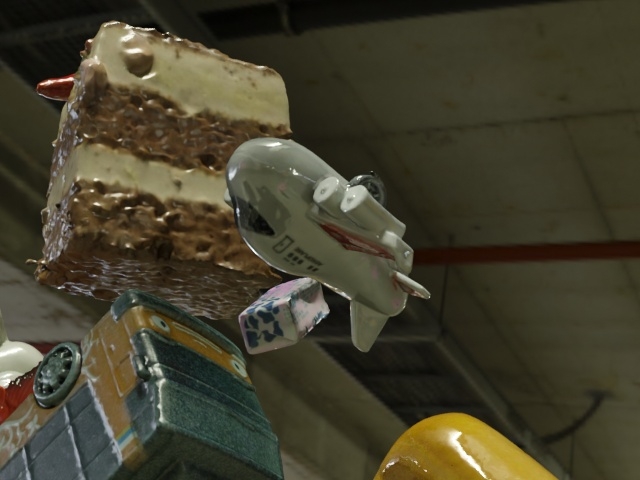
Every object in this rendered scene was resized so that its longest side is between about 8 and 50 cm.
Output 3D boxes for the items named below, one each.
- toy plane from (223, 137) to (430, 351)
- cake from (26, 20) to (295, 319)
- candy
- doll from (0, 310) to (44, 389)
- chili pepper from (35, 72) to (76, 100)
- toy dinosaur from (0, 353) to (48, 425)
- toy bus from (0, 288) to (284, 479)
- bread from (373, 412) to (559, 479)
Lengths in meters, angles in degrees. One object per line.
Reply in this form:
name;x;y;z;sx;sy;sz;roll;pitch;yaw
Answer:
toy plane;0.002;-0.004;1.042;0.252;0.118;0.252;30;-18;11
cake;-0.180;-0.070;1.275;0.282;0.290;0.256;13;-18;-20
candy;-0.053;0.110;1.643;0.092;0.073;0.160;-15;9;21
doll;-0.410;0.275;1.432;0.376;0.187;0.365;58;-7;-33
chili pepper;-0.394;-0.278;1.928;0.272;0.063;0.071;-9;-18;-40
toy dinosaur;-0.276;0.194;1.088;0.070;0.139;0.286;15;-26;22
toy bus;-0.168;0.187;0.787;0.275;0.167;0.138;-45;-50;10
bread;0.113;0.163;0.409;0.074;0.092;0.239;-2;31;-43
